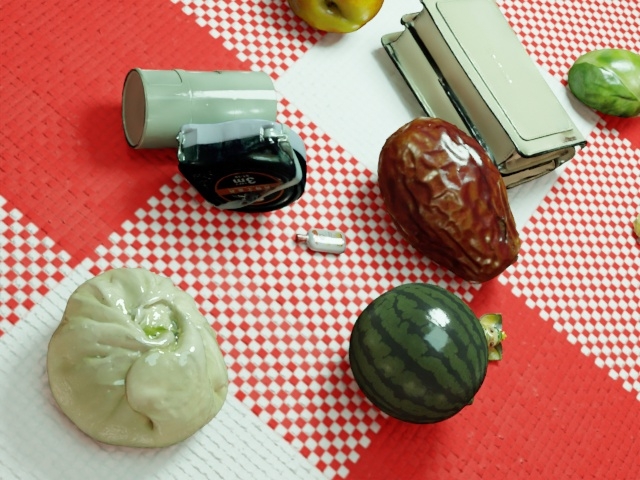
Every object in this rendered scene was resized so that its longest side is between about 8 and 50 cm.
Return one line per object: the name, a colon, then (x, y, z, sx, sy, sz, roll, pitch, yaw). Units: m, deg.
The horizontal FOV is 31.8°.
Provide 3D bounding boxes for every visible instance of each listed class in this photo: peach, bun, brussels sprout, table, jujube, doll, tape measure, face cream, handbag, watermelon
peach: (0.029, -0.470, 2.001, 0.190, 0.190, 0.192, 19, 56, -14)
bun: (-0.246, 0.156, 1.526, 0.259, 0.160, 0.259, 10, 62, -19)
brussels sprout: (0.576, -0.304, 2.191, 0.183, 0.145, 0.131, 18, 83, -9)
table: (-0.193, -0.208, 1.778, 0.219, 0.126, 0.126, -2, 63, -26)
jujube: (0.216, -0.067, 1.850, 0.197, 0.197, 0.290, -40, 98, -36)
doll: (0.251, 0.158, 1.829, 0.113, 0.076, 0.078, 4, 84, -55)
tape measure: (-0.111, -0.117, 1.732, 0.182, 0.181, 0.107, -6, 65, 9)
face cream: (0.000, 0.000, 1.813, 0.083, 0.021, 0.040, 6, 59, -21)
handbag: (0.299, -0.276, 2.032, 0.236, 0.160, 0.359, -18, 72, -38)
watermelon: (0.148, 0.169, 1.673, 0.212, 0.212, 0.212, 11, 58, -19)

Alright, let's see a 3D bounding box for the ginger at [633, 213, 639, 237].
ginger: (0.698, 0.060, 2.078, 0.118, 0.065, 0.299, -26, 74, -20)
